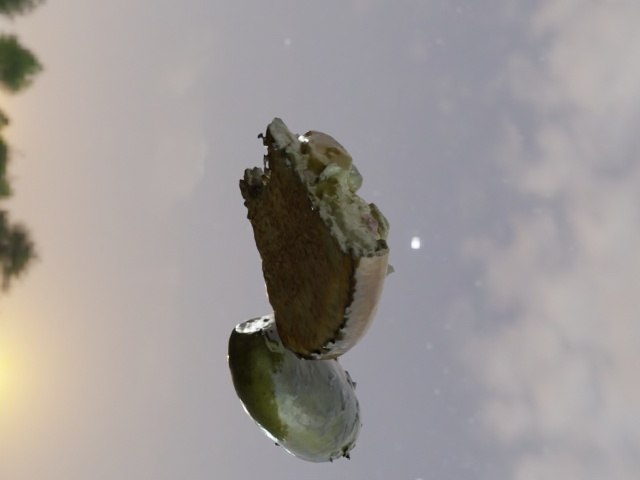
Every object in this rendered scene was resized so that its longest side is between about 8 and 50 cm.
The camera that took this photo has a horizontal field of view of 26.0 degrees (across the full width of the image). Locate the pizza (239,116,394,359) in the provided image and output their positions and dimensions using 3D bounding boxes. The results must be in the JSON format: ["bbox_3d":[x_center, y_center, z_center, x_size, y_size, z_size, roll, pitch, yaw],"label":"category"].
[{"bbox_3d":[0.000,0.000,1.351,0.323,0.089,0.223,124,-51,-67],"label":"pizza"}]

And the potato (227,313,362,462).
[{"bbox_3d":[-0.026,0.170,1.580,0.251,0.113,0.149,61,16,-48],"label":"potato"}]
